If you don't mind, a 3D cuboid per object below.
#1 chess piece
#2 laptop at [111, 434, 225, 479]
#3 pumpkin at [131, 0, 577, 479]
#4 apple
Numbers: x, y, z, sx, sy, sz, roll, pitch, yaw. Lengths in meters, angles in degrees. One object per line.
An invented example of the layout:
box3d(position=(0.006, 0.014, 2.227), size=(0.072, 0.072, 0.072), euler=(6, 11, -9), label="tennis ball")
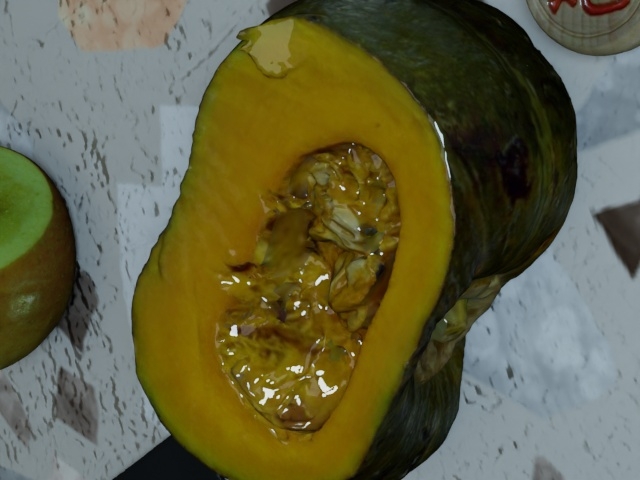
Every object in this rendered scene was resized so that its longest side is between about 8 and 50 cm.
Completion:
box3d(position=(0.144, -0.136, 0.726), size=(0.083, 0.038, 0.084), euler=(10, 105, 39), label="chess piece")
box3d(position=(-0.080, 0.239, 1.010), size=(0.135, 0.016, 0.197), euler=(-39, 77, 37), label="laptop")
box3d(position=(0.000, 0.000, 0.815), size=(0.222, 0.139, 0.317), euler=(36, 123, 24), label="pumpkin")
box3d(position=(-0.257, 0.018, 1.016), size=(0.146, 0.147, 0.163), euler=(39, 120, 26), label="apple")
